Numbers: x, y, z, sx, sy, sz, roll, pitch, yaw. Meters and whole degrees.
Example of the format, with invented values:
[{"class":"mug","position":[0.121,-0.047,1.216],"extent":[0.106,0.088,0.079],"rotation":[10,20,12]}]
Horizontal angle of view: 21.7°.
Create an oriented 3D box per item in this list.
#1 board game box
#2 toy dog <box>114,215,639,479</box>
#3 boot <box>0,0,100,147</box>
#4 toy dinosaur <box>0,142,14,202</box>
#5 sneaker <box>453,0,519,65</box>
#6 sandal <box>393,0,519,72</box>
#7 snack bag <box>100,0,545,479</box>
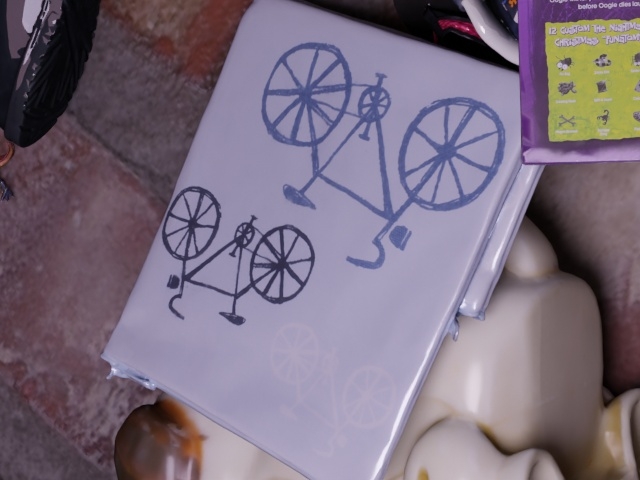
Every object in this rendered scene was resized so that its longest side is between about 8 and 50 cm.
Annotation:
[{"class":"board game box","position":[0.297,-0.155,1.052],"extent":[0.347,0.056,0.208],"rotation":[-1,97,13]},{"class":"toy dog","position":[0.030,0.176,1.327],"extent":[0.408,0.284,0.395],"rotation":[-13,101,35]},{"class":"boot","position":[-0.296,-0.228,1.439],"extent":[0.207,0.094,0.246],"rotation":[25,115,14]},{"class":"toy dinosaur","position":[-0.329,-0.059,1.584],"extent":[0.082,0.047,0.090],"rotation":[24,89,29]},{"class":"sneaker","position":[0.136,-0.223,1.178],"extent":[0.321,0.127,0.126],"rotation":[41,126,10]},{"class":"sandal","position":[0.122,-0.137,1.274],"extent":[0.179,0.040,0.067],"rotation":[49,126,2]},{"class":"snack bag","position":[0.000,0.000,1.256],"extent":[0.323,0.037,0.342],"rotation":[24,92,41]}]
